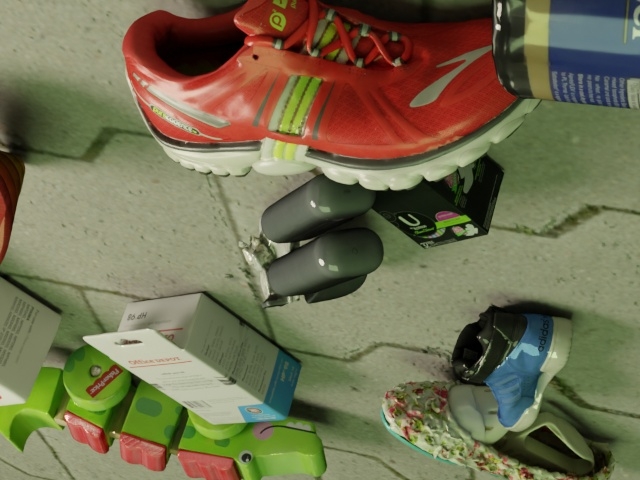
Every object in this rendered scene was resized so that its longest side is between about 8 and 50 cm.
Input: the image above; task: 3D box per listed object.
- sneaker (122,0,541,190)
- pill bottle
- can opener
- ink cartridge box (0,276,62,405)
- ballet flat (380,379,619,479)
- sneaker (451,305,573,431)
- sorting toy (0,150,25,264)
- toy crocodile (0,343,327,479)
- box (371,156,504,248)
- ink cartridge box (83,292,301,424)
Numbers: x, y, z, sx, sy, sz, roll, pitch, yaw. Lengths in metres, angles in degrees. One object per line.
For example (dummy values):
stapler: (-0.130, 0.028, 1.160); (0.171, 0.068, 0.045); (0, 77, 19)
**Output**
sneaker: (-0.001, -0.102, 0.855); (0.279, 0.107, 0.118); (-3, 135, 27)
pill bottle: (0.199, -0.118, 0.684); (0.219, 0.123, 0.123); (7, 151, 17)
can opener: (0.000, 0.000, 1.013); (0.093, 0.074, 0.280); (-9, 175, -10)
ink cartridge box: (-0.395, 0.067, 1.380); (0.172, 0.100, 0.237); (-11, 142, 43)
ballet flat: (0.167, 0.170, 1.295); (0.241, 0.091, 0.077); (25, 128, -26)
sneaker: (0.145, 0.104, 1.186); (0.084, 0.058, 0.152); (12, 148, -2)
sorting toy: (-0.379, -0.067, 1.135); (0.365, 0.126, 0.127); (14, 114, 14)
toy crocodile: (-0.160, 0.188, 1.466); (0.340, 0.105, 0.115); (13, 152, 7)
box: (0.070, -0.040, 0.973); (0.083, 0.052, 0.062); (37, 147, -31)
ink cartridge box: (-0.116, 0.102, 1.331); (0.104, 0.060, 0.180); (-9, 143, 41)
